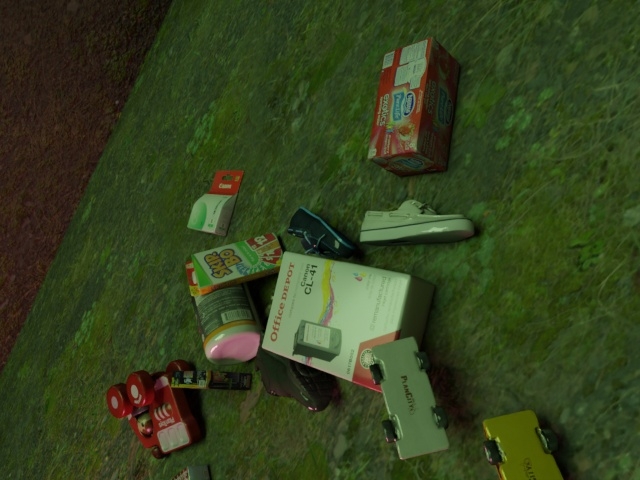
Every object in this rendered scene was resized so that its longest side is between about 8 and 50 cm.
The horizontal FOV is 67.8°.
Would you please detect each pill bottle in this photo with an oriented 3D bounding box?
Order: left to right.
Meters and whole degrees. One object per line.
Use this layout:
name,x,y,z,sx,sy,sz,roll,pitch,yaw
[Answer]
pill bottle,-0.259,0.184,1.297,0.162,0.162,0.278,-48,47,23

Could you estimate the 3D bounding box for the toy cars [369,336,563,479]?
toy cars,0.227,0.311,0.748,0.394,0.087,0.176,30,67,28

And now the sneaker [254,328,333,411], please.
sneaker,-0.069,0.320,1.111,0.286,0.109,0.130,33,106,56

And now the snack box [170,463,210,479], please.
snack box,-0.366,0.729,1.272,0.207,0.070,0.174,-45,49,27

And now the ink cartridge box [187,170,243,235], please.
ink cartridge box,-0.352,-0.135,1.592,0.181,0.056,0.224,9,84,47

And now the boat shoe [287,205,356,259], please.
boat shoe,0.000,0.000,1.157,0.089,0.109,0.258,-54,28,1

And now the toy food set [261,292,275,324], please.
toy food set,-0.118,0.179,1.259,0.078,0.019,0.122,39,104,46

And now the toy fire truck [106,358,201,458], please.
toy fire truck,-0.490,0.518,1.427,0.302,0.169,0.253,-34,72,34

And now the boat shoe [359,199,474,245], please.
boat shoe,0.190,-0.039,0.977,0.268,0.096,0.088,-7,75,53

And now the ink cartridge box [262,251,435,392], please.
ink cartridge box,0.051,0.158,0.980,0.307,0.131,0.225,9,83,34

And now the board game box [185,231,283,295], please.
board game box,-0.229,0.062,1.277,0.260,0.039,0.124,-17,50,-9

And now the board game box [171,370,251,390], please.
board game box,-0.293,0.374,1.276,0.170,0.141,0.048,-14,67,42

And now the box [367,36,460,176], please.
box,0.202,-0.279,1.025,0.128,0.123,0.256,-1,75,46
